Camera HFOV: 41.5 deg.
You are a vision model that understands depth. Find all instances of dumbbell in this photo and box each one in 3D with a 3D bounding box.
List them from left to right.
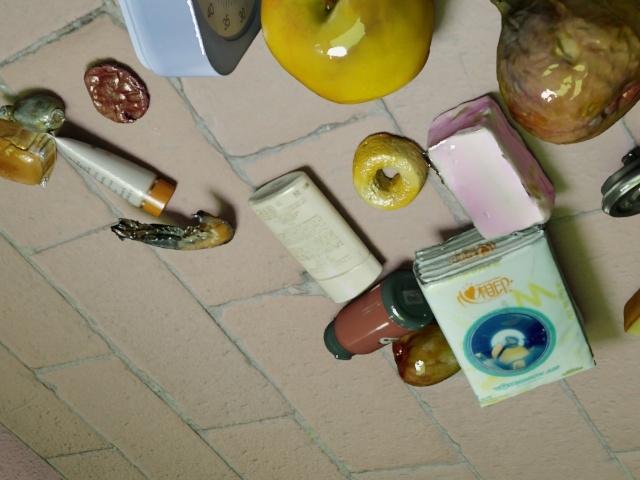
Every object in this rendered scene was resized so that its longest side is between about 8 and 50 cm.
[{"bbox_3d":[0.636,-0.042,1.537,0.192,0.289,0.192,-19,154,-10],"label":"dumbbell"}]

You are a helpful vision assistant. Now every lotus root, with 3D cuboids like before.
[{"bbox_3d":[-0.650,-0.289,1.927,0.165,0.088,0.088,4,133,20],"label":"lotus root"}]

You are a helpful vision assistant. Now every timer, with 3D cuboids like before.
[{"bbox_3d":[-0.186,-0.481,1.354,0.173,0.395,0.395,5,133,18],"label":"timer"}]

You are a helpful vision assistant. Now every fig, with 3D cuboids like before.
[{"bbox_3d":[0.312,0.262,2.034,0.274,0.170,0.145,-6,128,1],"label":"fig"},{"bbox_3d":[0.379,-0.352,1.396,0.368,0.286,0.286,53,136,13],"label":"fig"}]

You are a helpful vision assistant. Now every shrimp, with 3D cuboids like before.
[{"bbox_3d":[-0.337,-0.026,1.978,0.291,0.054,0.222,6,163,-22],"label":"shrimp"}]

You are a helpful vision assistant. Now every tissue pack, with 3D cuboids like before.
[{"bbox_3d":[0.402,0.150,1.825,0.287,0.162,0.388,-23,121,12],"label":"tissue pack"}]

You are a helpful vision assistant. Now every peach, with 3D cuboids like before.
[{"bbox_3d":[0.050,-0.375,1.434,0.289,0.308,0.288,-1,87,19],"label":"peach"}]

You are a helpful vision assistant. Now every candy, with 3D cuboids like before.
[{"bbox_3d":[0.331,-0.136,1.656,0.156,0.115,0.265,-22,120,35],"label":"candy"}]

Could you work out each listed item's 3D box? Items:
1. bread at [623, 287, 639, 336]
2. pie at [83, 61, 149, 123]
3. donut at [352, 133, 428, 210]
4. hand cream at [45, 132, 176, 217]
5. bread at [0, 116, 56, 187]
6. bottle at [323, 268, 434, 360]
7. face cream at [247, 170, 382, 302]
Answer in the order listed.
[{"bbox_3d":[0.709,0.105,1.759,0.049,0.088,0.226,24,137,1],"label":"bread"},{"bbox_3d":[-0.443,-0.323,1.844,0.154,0.038,0.153,11,132,12],"label":"pie"},{"bbox_3d":[0.140,-0.134,1.770,0.162,0.065,0.178,12,134,11],"label":"donut"},{"bbox_3d":[-0.495,-0.164,1.975,0.314,0.089,0.140,28,177,-11],"label":"hand cream"},{"bbox_3d":[-0.759,-0.221,2.016,0.241,0.107,0.136,21,139,2],"label":"bread"},{"bbox_3d":[0.124,0.193,2.023,0.144,0.144,0.336,36,141,-13],"label":"bottle"},{"bbox_3d":[0.000,0.000,1.941,0.174,0.081,0.348,-23,120,35],"label":"face cream"}]
